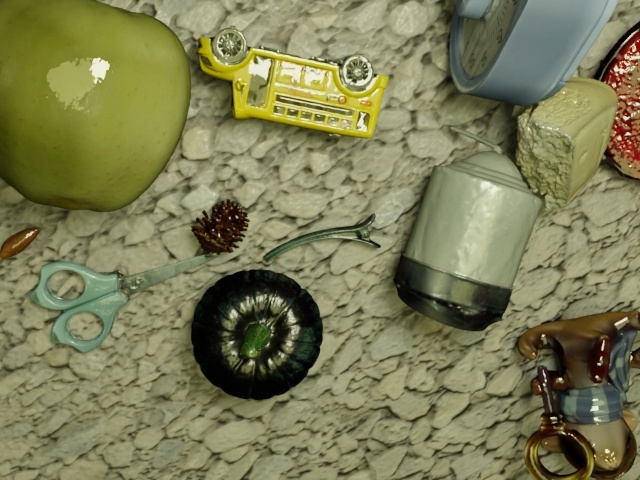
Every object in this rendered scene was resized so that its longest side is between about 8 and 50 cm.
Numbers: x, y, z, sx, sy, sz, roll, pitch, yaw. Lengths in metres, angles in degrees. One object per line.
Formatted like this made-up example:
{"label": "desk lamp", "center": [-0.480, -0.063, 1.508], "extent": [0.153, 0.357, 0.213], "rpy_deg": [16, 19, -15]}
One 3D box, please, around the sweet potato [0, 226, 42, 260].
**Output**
{"label": "sweet potato", "center": [-0.558, 0.003, 1.259], "extent": [0.095, 0.034, 0.034], "rpy_deg": [-38, 103, -10]}

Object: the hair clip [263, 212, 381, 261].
{"label": "hair clip", "center": [0.000, 0.000, 1.328], "extent": [0.230, 0.039, 0.070], "rpy_deg": [-10, 102, 0]}

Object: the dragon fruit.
{"label": "dragon fruit", "center": [0.638, -0.265, 1.311], "extent": [0.282, 0.100, 0.343], "rpy_deg": [-20, 103, 12]}

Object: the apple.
{"label": "apple", "center": [-0.389, -0.228, 1.082], "extent": [0.358, 0.357, 0.356], "rpy_deg": [-1, 101, -7]}

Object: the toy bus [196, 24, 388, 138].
{"label": "toy bus", "center": [-0.059, -0.275, 1.207], "extent": [0.331, 0.144, 0.151], "rpy_deg": [9, 101, -10]}

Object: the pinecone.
{"label": "pinecone", "center": [-0.182, -0.023, 1.273], "extent": [0.109, 0.102, 0.102], "rpy_deg": [-40, 105, -26]}

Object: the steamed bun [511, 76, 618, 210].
{"label": "steamed bun", "center": [0.425, -0.180, 1.248], "extent": [0.200, 0.170, 0.225], "rpy_deg": [-43, 146, -26]}

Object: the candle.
{"label": "candle", "center": [0.281, -0.022, 1.260], "extent": [0.222, 0.221, 0.342], "rpy_deg": [17, 99, -10]}

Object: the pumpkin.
{"label": "pumpkin", "center": [-0.114, 0.174, 1.239], "extent": [0.248, 0.248, 0.247], "rpy_deg": [-1, 101, -7]}

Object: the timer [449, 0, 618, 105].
{"label": "timer", "center": [0.313, -0.400, 1.125], "extent": [0.174, 0.395, 0.394], "rpy_deg": [8, 100, -9]}

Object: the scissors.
{"label": "scissors", "center": [-0.363, 0.085, 1.302], "extent": [0.361, 0.029, 0.191], "rpy_deg": [-21, 107, -4]}

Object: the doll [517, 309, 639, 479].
{"label": "doll", "center": [0.542, 0.312, 1.362], "extent": [0.318, 0.209, 0.339], "rpy_deg": [-10, 104, -2]}
